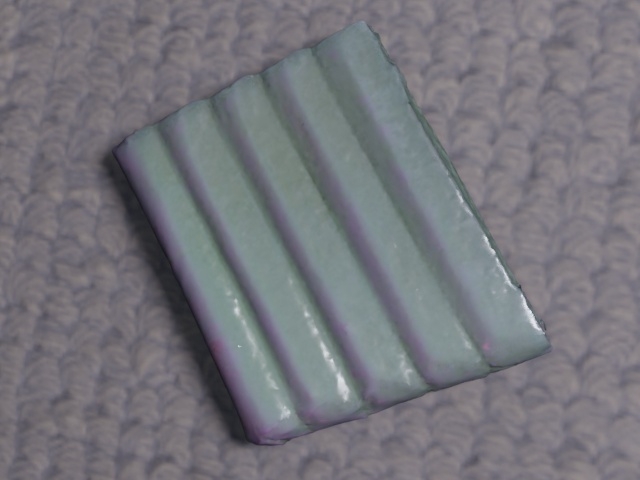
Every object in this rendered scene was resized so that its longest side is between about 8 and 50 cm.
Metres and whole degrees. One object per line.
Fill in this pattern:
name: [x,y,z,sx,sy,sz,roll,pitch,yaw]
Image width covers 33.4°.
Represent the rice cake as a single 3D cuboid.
rice cake: [0.000,0.000,0.577,0.189,0.037,0.198,-22,85,13]
